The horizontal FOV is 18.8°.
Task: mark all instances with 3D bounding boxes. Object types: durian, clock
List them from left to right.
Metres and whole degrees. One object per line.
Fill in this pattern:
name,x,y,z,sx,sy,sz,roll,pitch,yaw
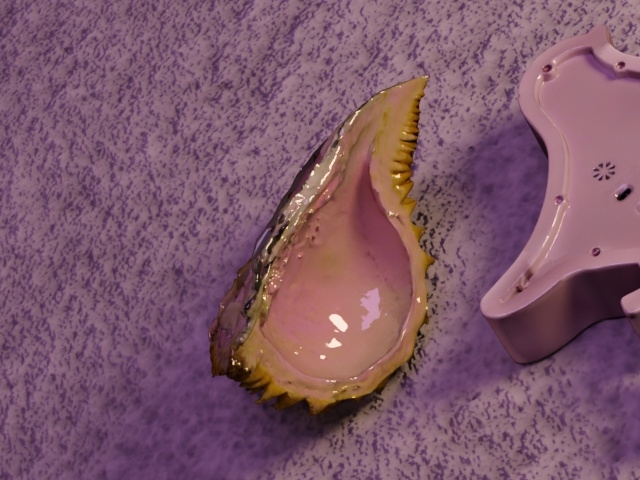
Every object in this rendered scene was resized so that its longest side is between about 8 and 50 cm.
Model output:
durian,-0.009,0.010,1.644,0.195,0.185,0.305,-8,55,56
clock,0.235,-0.027,1.585,0.290,0.080,0.275,-44,48,-11

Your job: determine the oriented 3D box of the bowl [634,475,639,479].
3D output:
bowl,0.325,0.280,1.250,0.307,0.163,0.307,-13,51,17
